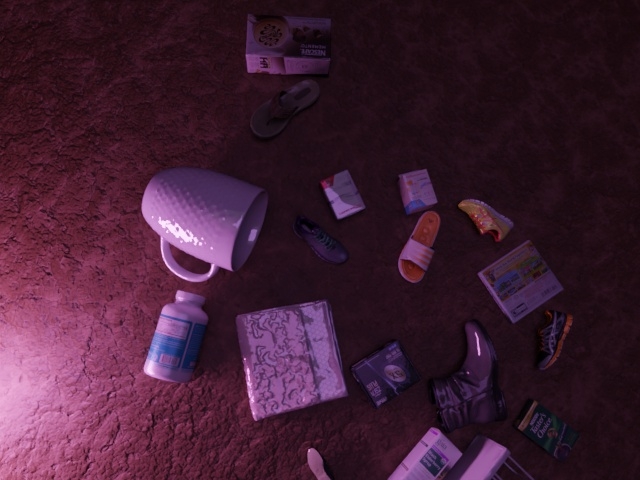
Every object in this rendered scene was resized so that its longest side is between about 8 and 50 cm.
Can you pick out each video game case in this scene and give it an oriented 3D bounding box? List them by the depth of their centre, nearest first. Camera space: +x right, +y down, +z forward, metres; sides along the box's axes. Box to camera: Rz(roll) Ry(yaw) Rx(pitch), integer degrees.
[{"bbox_3d":[0.693,0.141,1.655,0.226,0.026,0.206,-31,83,-8],"label":"video game case"}]

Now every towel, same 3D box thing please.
[{"bbox_3d":[-0.092,0.375,1.537,0.316,0.053,0.332,-11,79,-6],"label":"towel"}]

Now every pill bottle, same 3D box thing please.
[{"bbox_3d":[-0.437,0.293,1.478,0.146,0.146,0.264,15,78,-1],"label":"pill bottle"}]

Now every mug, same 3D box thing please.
[{"bbox_3d":[-0.383,-0.044,1.508,0.327,0.276,0.374,21,109,5],"label":"mug"}]

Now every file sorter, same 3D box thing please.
[{"bbox_3d":[0.492,0.767,1.435,0.173,0.193,0.278,43,79,2],"label":"file sorter"}]

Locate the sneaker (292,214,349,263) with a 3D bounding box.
[{"bbox_3d":[0.000,0.000,1.592,0.223,0.098,0.083,35,79,3],"label":"sneaker"}]

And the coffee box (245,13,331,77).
[{"bbox_3d":[-0.111,-0.694,1.707,0.297,0.119,0.168,2,78,-4],"label":"coffee box"}]

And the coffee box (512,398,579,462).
[{"bbox_3d":[0.735,0.619,1.556,0.184,0.040,0.113,39,79,3],"label":"coffee box"}]

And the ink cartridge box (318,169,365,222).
[{"bbox_3d":[0.074,-0.151,1.644,0.109,0.063,0.151,-23,82,-9],"label":"ink cartridge box"}]

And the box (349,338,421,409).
[{"bbox_3d":[0.206,0.427,1.535,0.180,0.077,0.147,-29,83,-9],"label":"box"}]

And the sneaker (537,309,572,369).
[{"bbox_3d":[0.766,0.332,1.602,0.083,0.084,0.215,25,74,14],"label":"sneaker"}]

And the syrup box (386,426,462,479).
[{"bbox_3d":[0.319,0.707,1.481,0.093,0.096,0.237,44,80,5],"label":"syrup box"}]

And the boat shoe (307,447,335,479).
[{"bbox_3d":[0.002,0.707,1.486,0.048,0.042,0.133,-32,81,16],"label":"boat shoe"}]

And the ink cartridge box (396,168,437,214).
[{"bbox_3d":[0.330,-0.176,1.655,0.092,0.090,0.143,-16,81,-7],"label":"ink cartridge box"}]

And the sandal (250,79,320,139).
[{"bbox_3d":[-0.129,-0.479,1.681,0.303,0.086,0.120,-43,85,-11],"label":"sandal"}]

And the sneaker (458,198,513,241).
[{"bbox_3d":[0.565,-0.069,1.658,0.208,0.081,0.094,31,81,1],"label":"sneaker"}]

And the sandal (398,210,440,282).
[{"bbox_3d":[0.344,0.011,1.627,0.101,0.076,0.265,22,78,0],"label":"sandal"}]

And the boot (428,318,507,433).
[{"bbox_3d":[0.454,0.435,1.539,0.222,0.118,0.338,-10,76,-1],"label":"boot"}]
